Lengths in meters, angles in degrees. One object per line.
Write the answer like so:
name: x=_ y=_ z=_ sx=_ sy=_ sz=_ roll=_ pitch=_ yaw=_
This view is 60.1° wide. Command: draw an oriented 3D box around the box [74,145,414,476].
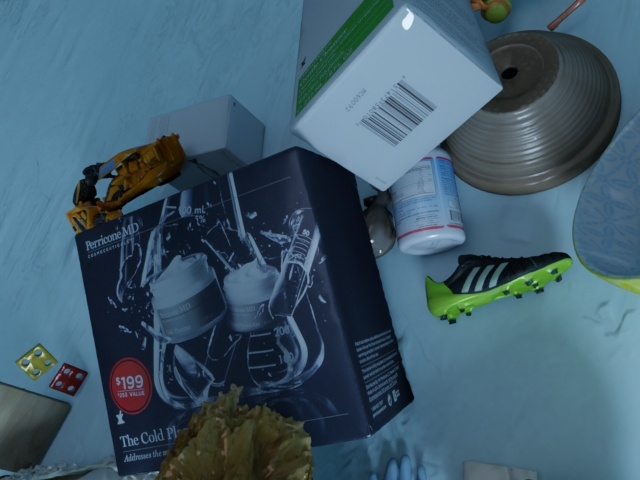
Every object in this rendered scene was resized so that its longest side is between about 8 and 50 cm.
box: x=-0.101 y=0.095 z=0.701 sx=0.343 sy=0.179 sz=0.312 roll=-18 pitch=80 yaw=22

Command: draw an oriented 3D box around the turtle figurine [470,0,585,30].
turtle figurine: x=0.246 y=-0.392 z=0.811 sx=0.269 sy=0.087 sz=0.217 roll=-8 pitch=62 yaw=34

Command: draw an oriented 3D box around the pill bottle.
pill bottle: x=0.135 y=-0.067 z=0.730 sx=0.087 sy=0.087 sz=0.160 roll=-13 pitch=72 yaw=24

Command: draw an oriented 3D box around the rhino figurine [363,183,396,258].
rhino figurine: x=0.000 y=0.000 z=0.798 sx=0.243 sy=0.073 sz=0.106 roll=-18 pitch=60 yaw=22

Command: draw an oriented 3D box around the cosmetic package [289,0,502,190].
cosmetic package: x=0.082 y=-0.267 z=0.721 sx=0.197 sy=0.155 sz=0.365 roll=-42 pitch=32 yaw=34

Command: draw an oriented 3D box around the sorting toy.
sorting toy: x=-0.517 y=0.303 z=0.935 sx=0.046 sy=0.132 sz=0.274 roll=19 pitch=78 yaw=55

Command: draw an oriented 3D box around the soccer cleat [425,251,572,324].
soccer cleat: x=0.209 y=0.042 z=0.673 sx=0.179 sy=0.060 sz=0.072 roll=-24 pitch=59 yaw=22

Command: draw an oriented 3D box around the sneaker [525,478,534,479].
sneaker: x=0.283 y=0.311 z=0.488 sx=0.295 sy=0.124 sz=0.178 roll=26 pitch=78 yaw=20

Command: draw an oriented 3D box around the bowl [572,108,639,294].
bowl: x=0.406 y=-0.045 z=0.520 sx=0.156 sy=0.289 sz=0.289 roll=33 pitch=88 yaw=-8

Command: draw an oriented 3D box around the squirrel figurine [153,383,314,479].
squirrel figurine: x=-0.063 y=0.327 z=0.421 sx=0.281 sy=0.370 sz=0.397 roll=-29 pitch=54 yaw=-7

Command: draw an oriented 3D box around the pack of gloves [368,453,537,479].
pack of gloves: x=0.133 y=0.362 z=0.603 sx=0.195 sy=0.046 sz=0.232 roll=-3 pitch=59 yaw=29

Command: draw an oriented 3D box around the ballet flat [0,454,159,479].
ballet flat: x=-0.365 y=0.395 z=0.803 sx=0.409 sy=0.147 sz=0.147 roll=-17 pitch=63 yaw=22

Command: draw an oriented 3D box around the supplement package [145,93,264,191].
supplement package: x=-0.202 y=-0.164 z=0.960 sx=0.179 sy=0.105 sz=0.105 roll=-9 pitch=66 yaw=27

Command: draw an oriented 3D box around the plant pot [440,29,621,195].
plant pot: x=0.253 y=-0.187 z=0.713 sx=0.237 sy=0.110 sz=0.237 roll=-12 pitch=64 yaw=25

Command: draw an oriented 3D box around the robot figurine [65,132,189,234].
robot figurine: x=-0.315 y=-0.052 z=0.927 sx=0.291 sy=0.085 sz=0.211 roll=-24 pitch=97 yaw=31
